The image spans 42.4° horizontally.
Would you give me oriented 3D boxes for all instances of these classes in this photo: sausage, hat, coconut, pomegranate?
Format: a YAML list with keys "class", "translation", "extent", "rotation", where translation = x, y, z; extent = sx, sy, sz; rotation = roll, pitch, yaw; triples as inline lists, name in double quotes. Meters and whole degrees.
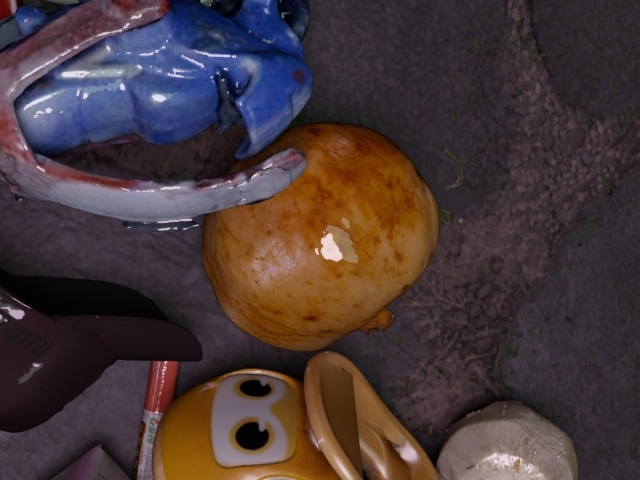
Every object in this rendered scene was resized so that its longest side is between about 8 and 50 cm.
- class: "sausage"
  translation: [-0.183, 0.223, 0.901]
  extent: [0.034, 0.034, 0.253]
  rotation: [8, 90, -16]
- class: "hat"
  translation: [-0.291, 0.119, 0.770]
  extent: [0.336, 0.238, 0.209]
  rotation: [23, 84, -25]
- class: "coconut"
  translation: [0.215, 0.266, 0.956]
  extent: [0.161, 0.162, 0.161]
  rotation: [1, 97, 13]
- class: "pomegranate"
  translation: [0.000, 0.000, 0.841]
  extent: [0.248, 0.248, 0.248]
  rotation: [-1, 93, -16]

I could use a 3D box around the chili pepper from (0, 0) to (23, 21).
- class: "chili pepper"
  translation: [-0.351, -0.219, 0.800]
  extent: [0.144, 0.136, 0.252]
  rotation: [6, 83, 11]

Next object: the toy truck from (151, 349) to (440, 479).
- class: "toy truck"
  translation: [-0.026, 0.247, 0.828]
  extent: [0.212, 0.204, 0.288]
  rotation: [-38, 114, 17]

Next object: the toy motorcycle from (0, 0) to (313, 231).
- class: "toy motorcycle"
  translation: [-0.146, -0.124, 0.758]
  extent: [0.319, 0.182, 0.241]
  rotation: [-13, 89, -10]

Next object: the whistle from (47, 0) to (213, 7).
- class: "whistle"
  translation: [-0.172, -0.256, 0.850]
  extent: [0.245, 0.092, 0.110]
  rotation: [5, 84, -15]

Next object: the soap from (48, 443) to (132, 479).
- class: "soap"
  translation: [-0.239, 0.345, 0.818]
  extent: [0.182, 0.138, 0.199]
  rotation: [-34, 102, 7]
